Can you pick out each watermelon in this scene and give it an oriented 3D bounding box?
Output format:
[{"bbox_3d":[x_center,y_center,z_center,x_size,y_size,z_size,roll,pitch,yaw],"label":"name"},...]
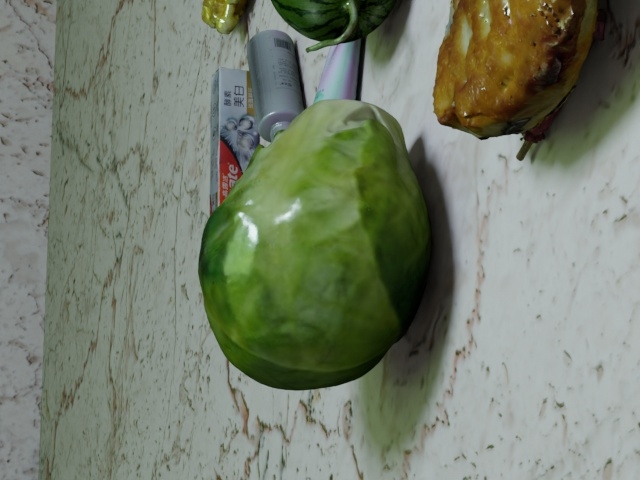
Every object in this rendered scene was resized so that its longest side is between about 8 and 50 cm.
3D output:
[{"bbox_3d":[0.017,-0.256,1.945,0.187,0.140,0.141,-112,33,-47],"label":"watermelon"}]

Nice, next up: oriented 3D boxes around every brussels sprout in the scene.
[{"bbox_3d":[0.000,0.000,1.810,0.219,0.210,0.271,83,-163,-67],"label":"brussels sprout"}]

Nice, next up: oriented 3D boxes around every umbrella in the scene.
[{"bbox_3d":[0.188,-0.122,1.557,0.027,0.025,0.165,-68,3,-48],"label":"umbrella"}]

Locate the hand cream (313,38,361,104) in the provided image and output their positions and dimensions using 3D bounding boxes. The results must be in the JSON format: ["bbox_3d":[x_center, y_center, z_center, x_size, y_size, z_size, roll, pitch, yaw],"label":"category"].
[{"bbox_3d":[0.020,-0.172,2.068,0.076,0.047,0.174,147,136,-69],"label":"hand cream"}]

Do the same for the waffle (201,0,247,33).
[{"bbox_3d":[-0.123,-0.390,2.543,0.238,0.058,0.243,-121,40,-63],"label":"waffle"}]

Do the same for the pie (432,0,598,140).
[{"bbox_3d":[0.163,-0.230,1.522,0.308,0.085,0.308,-170,90,-81],"label":"pie"}]

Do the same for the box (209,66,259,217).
[{"bbox_3d":[-0.106,-0.106,2.400,0.039,0.055,0.218,131,142,-63],"label":"box"}]

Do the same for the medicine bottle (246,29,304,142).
[{"bbox_3d":[-0.048,-0.154,2.235,0.058,0.057,0.199,116,153,-46],"label":"medicine bottle"}]
